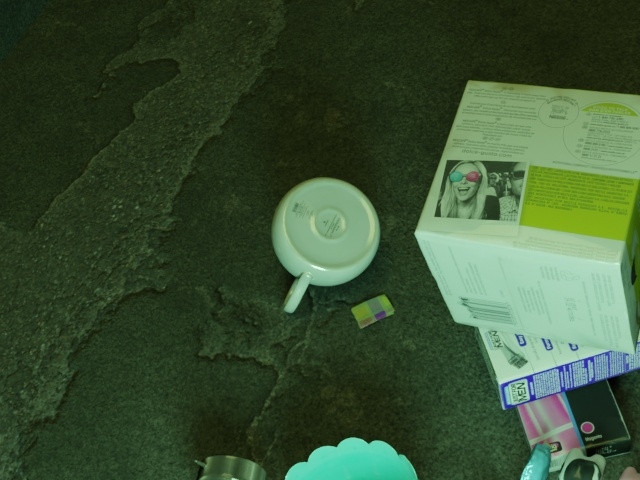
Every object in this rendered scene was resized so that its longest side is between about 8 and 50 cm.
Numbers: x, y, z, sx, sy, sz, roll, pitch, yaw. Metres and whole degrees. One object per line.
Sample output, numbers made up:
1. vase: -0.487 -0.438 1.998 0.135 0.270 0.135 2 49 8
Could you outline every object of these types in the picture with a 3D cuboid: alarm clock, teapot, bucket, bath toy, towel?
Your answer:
1. alarm clock: -0.150 0.462 1.973 0.192 0.129 0.064 8 54 -3
2. teapot: 0.000 0.000 2.267 0.256 0.187 0.252 -18 75 -20
3. bucket: 0.065 0.509 1.829 0.281 0.183 0.281 -8 51 11
4. bath toy: 0.505 0.461 1.758 0.348 0.151 0.129 10 32 24
5. towel: 0.111 0.150 2.218 0.083 0.009 0.060 -26 49 -6

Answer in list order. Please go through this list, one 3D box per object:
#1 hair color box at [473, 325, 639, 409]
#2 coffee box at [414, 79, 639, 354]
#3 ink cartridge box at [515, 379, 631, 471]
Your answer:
1. hair color box: 0.471 0.171 1.950 0.339 0.110 0.185 -16 49 2
2. coffee box: 0.405 -0.043 1.830 0.338 0.337 0.334 9 63 25
3. ink cartridge box: 0.448 0.258 2.000 0.176 0.069 0.370 -15 47 4
